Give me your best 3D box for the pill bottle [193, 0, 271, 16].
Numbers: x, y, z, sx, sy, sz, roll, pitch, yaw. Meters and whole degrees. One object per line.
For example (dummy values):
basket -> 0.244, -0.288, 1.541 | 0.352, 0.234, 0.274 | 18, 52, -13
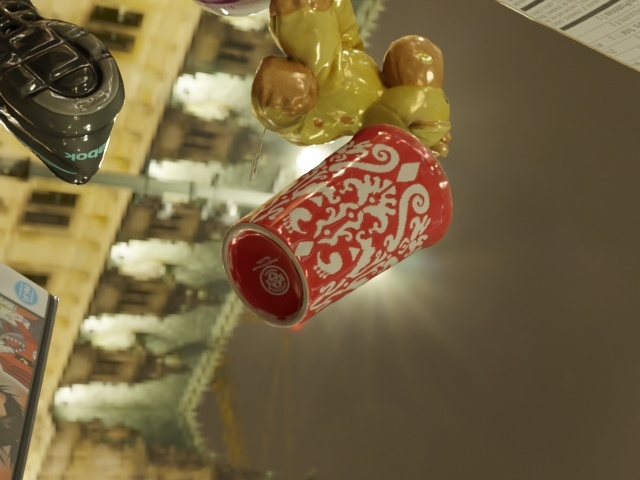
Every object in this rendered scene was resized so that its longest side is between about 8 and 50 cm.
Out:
pill bottle -> -0.127, -0.330, 1.140 | 0.169, 0.301, 0.169 | -8, -109, 25

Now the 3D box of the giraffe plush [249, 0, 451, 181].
giraffe plush -> 0.038, -0.131, 1.154 | 0.181, 0.170, 0.210 | -66, 168, -61

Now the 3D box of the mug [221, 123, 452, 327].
mug -> 0.008, 0.004, 1.049 | 0.113, 0.169, 0.150 | 38, -43, 20

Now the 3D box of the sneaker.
sneaker -> -0.244, -0.145, 0.958 | 0.267, 0.101, 0.106 | 48, -27, 23

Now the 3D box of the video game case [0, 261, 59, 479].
video game case -> -0.329, 0.083, 1.023 | 0.035, 0.248, 0.275 | -36, -147, 27

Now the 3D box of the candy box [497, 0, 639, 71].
candy box -> 0.133, -0.211, 0.664 | 0.087, 0.316, 0.183 | -24, -134, 68
